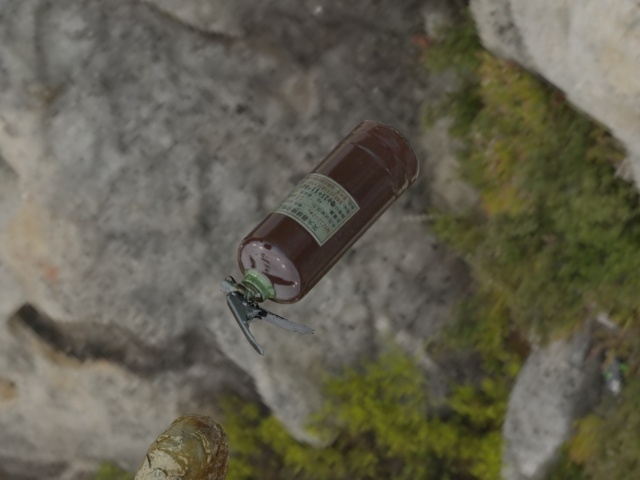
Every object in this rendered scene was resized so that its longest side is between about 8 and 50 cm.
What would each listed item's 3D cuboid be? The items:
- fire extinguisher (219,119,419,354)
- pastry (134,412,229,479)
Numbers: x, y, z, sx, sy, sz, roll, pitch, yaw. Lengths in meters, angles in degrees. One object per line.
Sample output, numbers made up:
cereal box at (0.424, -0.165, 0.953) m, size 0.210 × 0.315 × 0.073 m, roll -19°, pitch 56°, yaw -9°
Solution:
fire extinguisher at (0.000, 0.000, 1.181) m, size 0.099 × 0.231 × 0.071 m, roll 28°, pitch 148°, yaw 24°
pastry at (-0.160, 0.272, 1.647) m, size 0.081 × 0.153 × 0.153 m, roll 18°, pitch 134°, yaw 25°
